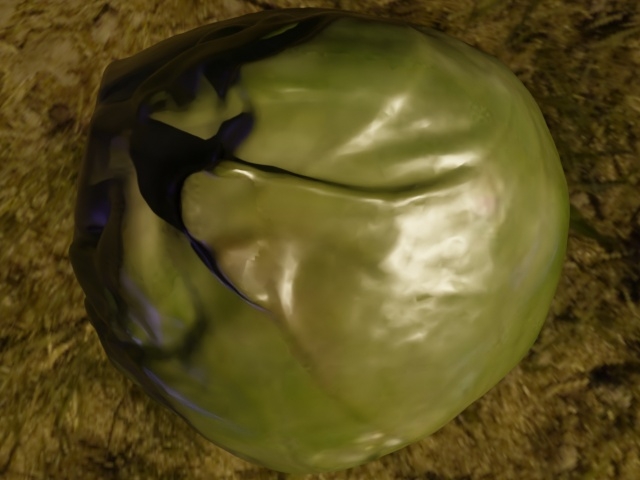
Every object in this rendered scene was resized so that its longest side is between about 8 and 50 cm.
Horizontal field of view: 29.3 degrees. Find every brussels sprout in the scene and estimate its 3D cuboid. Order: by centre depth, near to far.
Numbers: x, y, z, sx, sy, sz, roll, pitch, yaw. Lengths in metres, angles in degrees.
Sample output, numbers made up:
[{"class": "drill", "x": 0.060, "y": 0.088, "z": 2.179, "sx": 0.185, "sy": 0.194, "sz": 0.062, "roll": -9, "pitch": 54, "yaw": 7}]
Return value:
[{"class": "brussels sprout", "x": 0.000, "y": 0.000, "z": 0.793, "sx": 0.328, "sy": 0.247, "sz": 0.328, "roll": -3, "pitch": 106, "yaw": -9}]
